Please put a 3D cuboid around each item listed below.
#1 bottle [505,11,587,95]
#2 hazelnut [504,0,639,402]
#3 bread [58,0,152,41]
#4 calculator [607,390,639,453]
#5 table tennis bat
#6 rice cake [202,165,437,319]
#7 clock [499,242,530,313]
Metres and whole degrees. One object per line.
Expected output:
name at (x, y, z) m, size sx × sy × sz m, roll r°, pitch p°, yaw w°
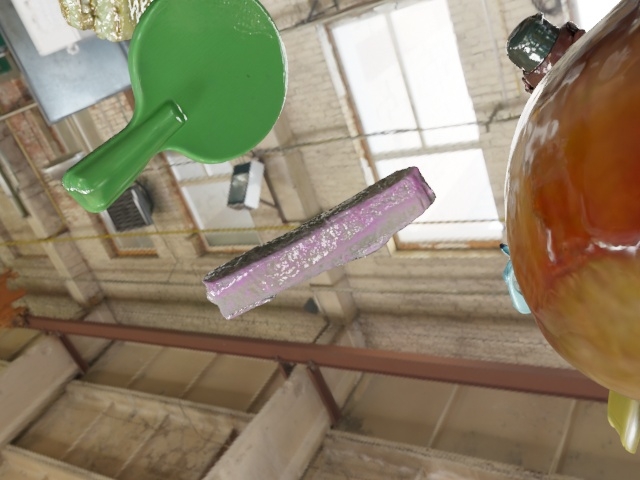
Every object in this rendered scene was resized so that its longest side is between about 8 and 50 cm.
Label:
bottle at (0.452, -0.295, 1.090) m, size 0.156 × 0.271 × 0.143 m, roll -48°, pitch -169°, yaw 45°
hazelnut at (0.314, -0.043, 0.457) m, size 0.365 × 0.366 × 0.366 m, roll -18°, pitch -156°, yaw 8°
bread at (-0.211, -0.295, 0.628) m, size 0.102 × 0.138 × 0.196 m, roll 0°, pitch -145°, yaw 5°
calculator at (0.647, 0.310, 1.278) m, size 0.033 × 0.237 × 0.157 m, roll 6°, pitch -169°, yaw 10°
table tennis bat at (-0.122, -0.122, 0.537) m, size 0.039 × 0.160 × 0.257 m, roll 10°, pitch -128°, yaw 45°
rice cake at (0.000, 0.000, 0.506) m, size 0.206 × 0.047 × 0.036 m, roll -27°, pitch -143°, yaw -1°
clock at (0.408, 0.061, 1.189) m, size 0.108 × 0.147 × 0.045 m, roll -26°, pitch -170°, yaw 2°
